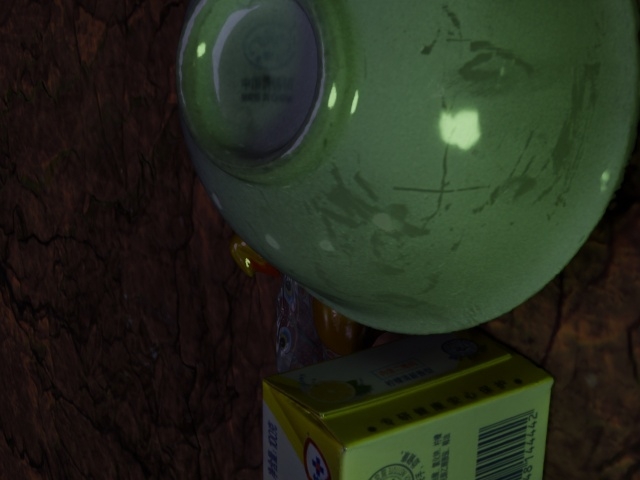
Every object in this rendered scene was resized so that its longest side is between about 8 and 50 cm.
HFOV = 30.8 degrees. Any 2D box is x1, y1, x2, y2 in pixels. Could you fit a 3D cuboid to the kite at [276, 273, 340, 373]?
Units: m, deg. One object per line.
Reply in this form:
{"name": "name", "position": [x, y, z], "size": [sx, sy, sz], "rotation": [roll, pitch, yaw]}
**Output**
{"name": "kite", "position": [0.020, 0.104, 0.936], "size": [0.229, 0.016, 0.127], "rotation": [36, 134, 47]}

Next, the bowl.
{"name": "bowl", "position": [0.006, -0.094, 0.661], "size": [0.313, 0.146, 0.313], "rotation": [2, 93, 40]}

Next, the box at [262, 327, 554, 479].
{"name": "box", "position": [0.054, 0.203, 0.781], "size": [0.097, 0.168, 0.265], "rotation": [32, 130, 52]}

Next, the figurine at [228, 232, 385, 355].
{"name": "figurine", "position": [-0.003, 0.002, 0.828], "size": [0.121, 0.122, 0.176], "rotation": [-91, -11, -76]}
